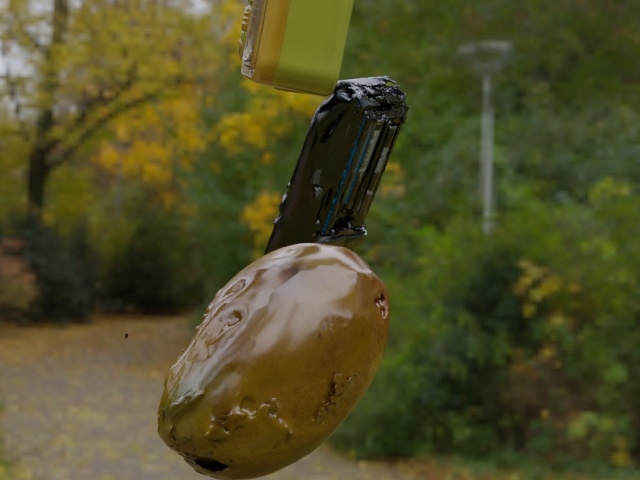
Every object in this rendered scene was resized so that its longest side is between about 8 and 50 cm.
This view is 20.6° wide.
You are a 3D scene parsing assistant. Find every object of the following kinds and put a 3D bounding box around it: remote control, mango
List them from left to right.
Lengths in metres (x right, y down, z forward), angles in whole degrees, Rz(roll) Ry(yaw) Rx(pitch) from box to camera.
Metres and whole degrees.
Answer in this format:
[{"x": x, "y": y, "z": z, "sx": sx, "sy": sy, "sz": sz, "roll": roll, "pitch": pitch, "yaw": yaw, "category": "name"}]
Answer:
[{"x": -0.042, "y": 0.097, "z": 1.515, "sx": 0.156, "sy": 0.151, "sz": 0.248, "roll": 27, "pitch": 57, "yaw": 31, "category": "mango"}, {"x": 0.000, "y": 0.000, "z": 2.029, "sx": 0.062, "sy": 0.399, "sz": 0.144, "roll": 36, "pitch": 29, "yaw": 32, "category": "remote control"}]

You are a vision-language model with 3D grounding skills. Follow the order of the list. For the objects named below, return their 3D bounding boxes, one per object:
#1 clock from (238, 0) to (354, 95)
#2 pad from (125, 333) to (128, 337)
[{"x": -0.027, "y": -0.226, "z": 1.830, "sx": 0.096, "sy": 0.143, "sz": 0.202, "roll": 13, "pitch": 5, "yaw": -9, "category": "clock"}, {"x": -0.087, "y": 0.209, "z": 1.242, "sx": 0.250, "sy": 0.323, "sz": 0.055, "roll": -6, "pitch": -19, "yaw": 11, "category": "pad"}]
